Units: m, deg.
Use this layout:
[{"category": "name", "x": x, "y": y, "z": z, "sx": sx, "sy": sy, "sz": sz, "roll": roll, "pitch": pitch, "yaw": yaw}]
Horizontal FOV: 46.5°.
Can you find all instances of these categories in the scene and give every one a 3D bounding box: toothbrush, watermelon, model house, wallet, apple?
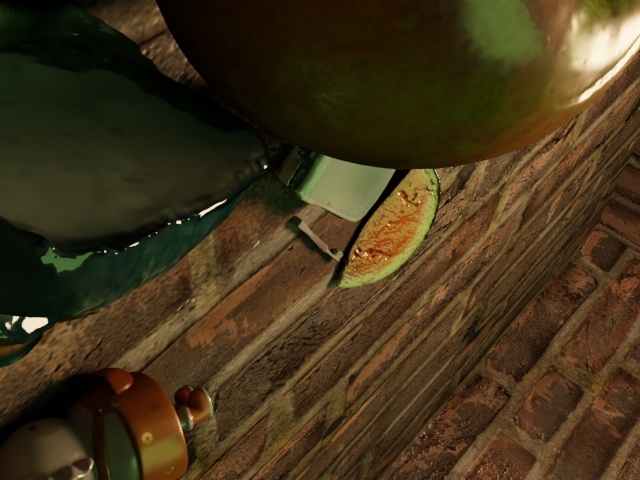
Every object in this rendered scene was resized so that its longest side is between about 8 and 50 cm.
[{"category": "toothbrush", "x": -0.001, "y": 0.002, "z": 1.028, "sx": 0.017, "sy": 0.014, "sz": 0.194, "roll": -54, "pitch": 156, "yaw": -1}, {"category": "watermelon", "x": 0.112, "y": -0.025, "z": 1.165, "sx": 0.119, "sy": 0.063, "sz": 0.245, "roll": 20, "pitch": 110, "yaw": -47}, {"category": "model house", "x": -0.206, "y": 0.010, "z": 0.432, "sx": 0.291, "sy": 0.184, "sz": 0.253, "roll": -44, "pitch": -175, "yaw": 23}, {"category": "wallet", "x": 0.061, "y": -0.147, "z": 0.877, "sx": 0.250, "sy": 0.075, "sz": 0.176, "roll": -57, "pitch": 153, "yaw": 6}, {"category": "apple", "x": 0.053, "y": -0.215, "z": 0.467, "sx": 0.339, "sy": 0.340, "sz": 0.339, "roll": -42, "pitch": 153, "yaw": -27}]

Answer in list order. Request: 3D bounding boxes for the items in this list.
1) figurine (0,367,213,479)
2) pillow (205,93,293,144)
[{"category": "figurine", "x": -0.230, "y": 0.220, "z": 0.742, "sx": 0.271, "sy": 0.143, "sz": 0.143, "roll": -39, "pitch": 152, "yaw": -36}, {"category": "pillow", "x": -0.031, "y": -0.109, "z": 0.640, "sx": 0.118, "sy": 0.185, "sz": 0.043, "roll": -23, "pitch": 117, "yaw": -48}]
